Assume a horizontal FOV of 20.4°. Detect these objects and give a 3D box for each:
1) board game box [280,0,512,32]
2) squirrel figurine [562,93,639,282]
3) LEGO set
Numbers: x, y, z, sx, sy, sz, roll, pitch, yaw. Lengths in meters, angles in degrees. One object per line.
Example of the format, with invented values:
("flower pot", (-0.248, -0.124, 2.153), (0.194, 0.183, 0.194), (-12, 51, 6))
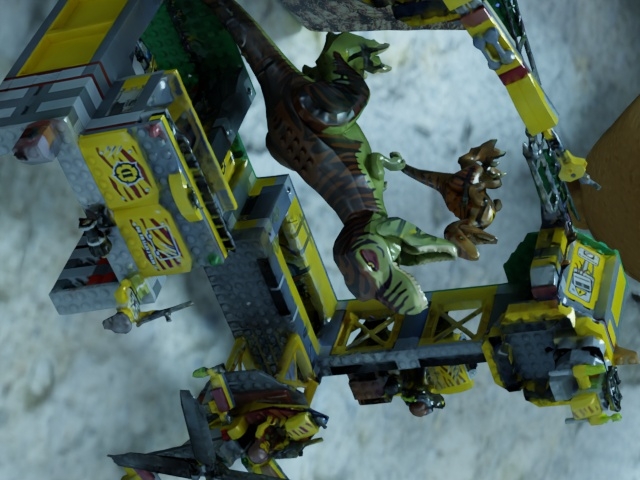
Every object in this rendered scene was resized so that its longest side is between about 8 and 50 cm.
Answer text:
("board game box", (0.041, -0.286, 0.873), (0.232, 0.141, 0.291), (46, 65, -35))
("squirrel figurine", (0.307, -0.104, 1.085), (0.370, 0.281, 0.397), (-12, 73, -22))
("LEGO set", (0.000, 0.000, 0.782), (0.192, 0.254, 0.331), (-68, 152, -49))
